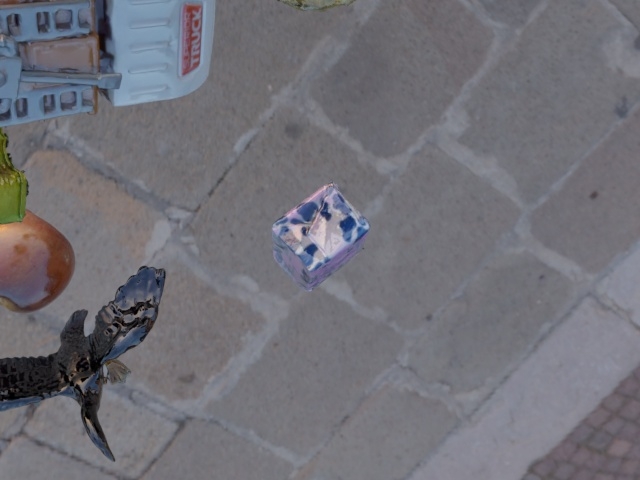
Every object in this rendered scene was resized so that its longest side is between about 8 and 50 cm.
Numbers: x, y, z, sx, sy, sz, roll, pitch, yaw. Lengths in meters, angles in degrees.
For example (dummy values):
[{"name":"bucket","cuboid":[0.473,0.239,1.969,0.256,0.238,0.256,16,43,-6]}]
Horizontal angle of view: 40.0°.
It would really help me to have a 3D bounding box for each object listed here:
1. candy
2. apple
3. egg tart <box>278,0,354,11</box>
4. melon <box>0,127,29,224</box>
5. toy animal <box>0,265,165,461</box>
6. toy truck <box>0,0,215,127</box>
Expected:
[{"name":"candy","cuboid":[0.000,0.000,0.977,0.092,0.160,0.073,-39,83,-9]},{"name":"apple","cuboid":[-0.691,0.048,1.983,0.253,0.253,0.254,-4,120,-7]},{"name":"egg tart","cuboid":[-0.032,-0.547,1.497,0.341,0.129,0.341,12,120,20]},{"name":"melon","cuboid":[-0.533,-0.148,1.302,0.129,0.169,0.265,14,110,16]},{"name":"toy animal","cuboid":[-0.265,0.155,1.022,0.272,0.160,0.197,-30,88,-1]},{"name":"toy truck","cuboid":[-0.283,-0.201,0.805,0.387,0.207,0.173,-15,135,-27]}]
